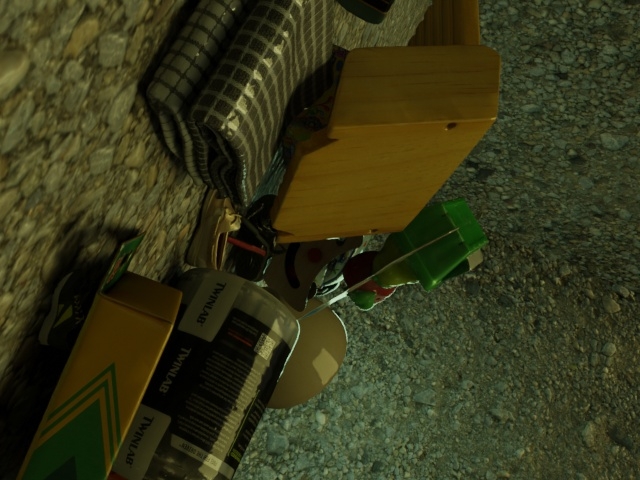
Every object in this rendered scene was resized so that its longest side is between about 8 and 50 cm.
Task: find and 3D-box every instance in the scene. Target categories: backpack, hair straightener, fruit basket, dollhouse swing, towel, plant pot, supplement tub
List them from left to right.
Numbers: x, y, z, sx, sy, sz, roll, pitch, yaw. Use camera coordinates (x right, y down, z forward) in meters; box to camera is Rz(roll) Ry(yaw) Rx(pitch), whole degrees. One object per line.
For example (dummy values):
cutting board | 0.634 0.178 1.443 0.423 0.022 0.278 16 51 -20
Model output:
supplement tub | -0.185 0.227 1.049 0.207 0.207 0.338 102 13 -65
towel | -0.077 -0.179 0.832 0.284 0.121 0.235 91 24 -76
hair straightener | -0.107 -0.020 1.264 0.089 0.047 0.230 -67 153 -4
plant pot | -0.104 0.214 1.663 0.191 0.284 0.284 57 49 -41
backpack | 0.038 -0.030 2.050 0.290 0.273 0.356 -27 128 -71
dollhouse swing | 0.072 -0.212 1.083 0.347 0.315 0.305 122 -40 -63
fruit basket | 0.155 0.059 1.445 0.353 0.165 0.327 -39 171 22

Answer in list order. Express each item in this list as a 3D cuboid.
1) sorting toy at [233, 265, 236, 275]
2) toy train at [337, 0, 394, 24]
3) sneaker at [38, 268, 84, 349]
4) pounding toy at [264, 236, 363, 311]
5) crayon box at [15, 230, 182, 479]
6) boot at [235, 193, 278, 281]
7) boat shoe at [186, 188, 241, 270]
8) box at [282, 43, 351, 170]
sorting toy | -0.170 0.087 1.473 0.083 0.045 0.075 -94 -169 -86
toy train | 0.141 -0.555 1.317 0.334 0.142 0.190 -66 -173 -25
sneaker | -0.245 0.069 0.709 0.031 0.035 0.083 -38 151 -80
pounding toy | 0.000 0.000 1.446 0.155 0.154 0.269 -61 173 -82
crayon box | -0.227 0.152 0.764 0.202 0.081 0.319 -145 -101 -81
boot | -0.114 0.002 1.469 0.208 0.076 0.190 10 104 -82
boat shoe | -0.148 -0.029 1.088 0.063 0.059 0.170 -52 165 -68
box | 0.086 -0.205 1.428 0.290 0.279 0.177 90 26 -75
